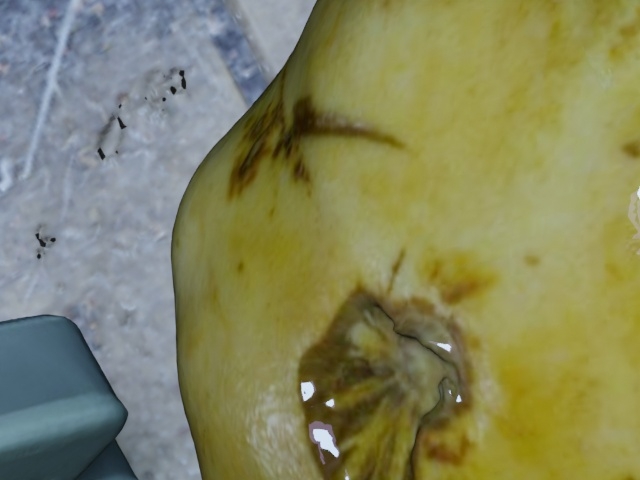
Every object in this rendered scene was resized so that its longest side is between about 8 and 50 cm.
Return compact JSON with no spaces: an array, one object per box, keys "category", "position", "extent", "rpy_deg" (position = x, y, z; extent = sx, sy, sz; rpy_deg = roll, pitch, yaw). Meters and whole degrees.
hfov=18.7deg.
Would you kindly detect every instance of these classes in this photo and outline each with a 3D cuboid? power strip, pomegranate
[{"category":"power strip","position":[-0.160,0.117,0.772],"extent":[0.265,0.193,0.059],"rpy_deg":[-45,68,39]},{"category":"pomegranate","position":[0.114,0.023,0.673],"extent":[0.332,0.332,0.333],"rpy_deg":[-2,79,12]}]
